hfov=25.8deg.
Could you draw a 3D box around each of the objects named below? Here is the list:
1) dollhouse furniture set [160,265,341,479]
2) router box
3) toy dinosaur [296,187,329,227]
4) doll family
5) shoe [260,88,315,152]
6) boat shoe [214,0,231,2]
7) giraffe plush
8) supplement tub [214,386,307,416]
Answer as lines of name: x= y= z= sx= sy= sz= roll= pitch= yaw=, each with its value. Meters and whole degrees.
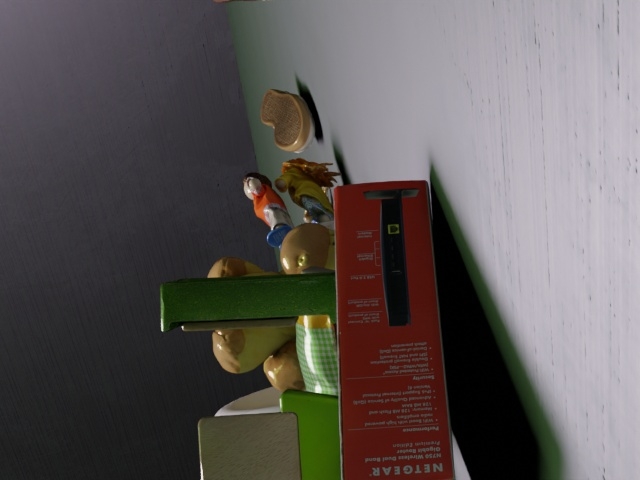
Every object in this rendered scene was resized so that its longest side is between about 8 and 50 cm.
dollhouse furniture set: x=-0.044 y=0.128 z=1.319 sx=0.301 sy=0.151 sz=0.197 roll=-7 pitch=-87 yaw=-86
router box: x=0.069 y=0.170 z=1.186 sx=0.335 sy=0.082 sz=0.301 roll=82 pitch=-175 yaw=-46
toy dinosaur: x=0.000 y=0.000 z=2.044 sx=0.092 sy=0.053 sz=0.183 roll=-118 pitch=15 yaw=-66
doll family: x=0.001 y=-0.016 z=1.810 sx=0.263 sy=0.118 sz=0.163 roll=56 pitch=-177 yaw=-42
shoe: x=-0.035 y=-0.173 z=2.006 sx=0.219 sy=0.058 sz=0.076 roll=-126 pitch=53 yaw=-67
boat shoe: x=-0.115 y=-0.410 z=1.797 sx=0.342 sy=0.123 sz=0.123 roll=90 pitch=166 yaw=-71
giraffe plush: x=-0.009 y=0.054 z=1.545 sx=0.170 sy=0.210 sz=0.181 roll=-50 pitch=45 yaw=35
supplement tub: x=0.024 y=0.323 z=1.581 sx=0.235 sy=0.235 sz=0.324 roll=-177 pitch=74 yaw=-85
